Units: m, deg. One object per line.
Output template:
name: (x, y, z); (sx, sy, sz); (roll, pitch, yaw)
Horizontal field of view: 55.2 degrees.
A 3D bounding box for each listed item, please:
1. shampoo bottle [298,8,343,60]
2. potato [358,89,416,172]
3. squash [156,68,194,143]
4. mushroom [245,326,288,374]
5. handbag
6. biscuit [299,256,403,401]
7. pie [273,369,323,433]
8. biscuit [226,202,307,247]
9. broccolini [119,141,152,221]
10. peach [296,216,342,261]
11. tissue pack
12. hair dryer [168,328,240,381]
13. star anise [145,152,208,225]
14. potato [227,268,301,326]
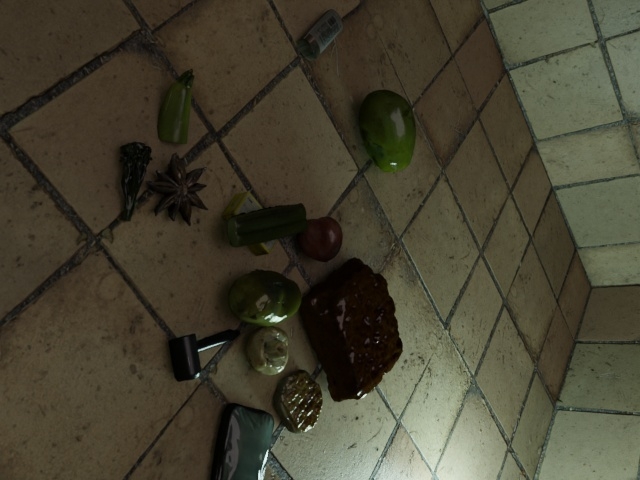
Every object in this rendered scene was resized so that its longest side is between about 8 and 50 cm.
shampoo bottle: (0.003, -0.720, 2.138); (0.086, 0.055, 0.227); (54, 49, -27)
potato: (0.252, -0.406, 2.264); (0.215, 0.215, 0.305); (-21, 97, -48)
squash: (-0.383, -0.365, 1.644); (0.090, 0.075, 0.200); (9, 99, -29)
mushroom: (-0.150, 0.318, 1.775); (0.148, 0.112, 0.148); (19, 63, -41)
handbag: (-0.220, 0.627, 1.687); (0.191, 0.074, 0.333); (32, 58, -45)
biscuit: (0.121, 0.294, 2.043); (0.342, 0.166, 0.395); (-35, 112, -43)
pie: (-0.063, 0.495, 1.896); (0.195, 0.046, 0.195); (7, 81, -46)
biscuit: (-0.148, -0.049, 1.794); (0.322, 0.038, 0.099); (-14, 97, -50)
broccolini: (-0.460, -0.149, 1.531); (0.091, 0.068, 0.203); (10, 77, -67)
peach: (0.000, 0.000, 1.979); (0.152, 0.152, 0.152); (9, 78, -47)
tissue pack: (-0.201, -0.048, 1.807); (0.176, 0.062, 0.095); (51, 48, -30)
hair dryer: (-0.303, 0.294, 1.656); (0.248, 0.070, 0.114); (-10, 91, -57)
star anise: (-0.381, -0.134, 1.618); (0.182, 0.065, 0.195); (-8, 101, -46)
potato: (-0.157, 0.162, 1.756); (0.248, 0.143, 0.169); (0, 68, -50)
